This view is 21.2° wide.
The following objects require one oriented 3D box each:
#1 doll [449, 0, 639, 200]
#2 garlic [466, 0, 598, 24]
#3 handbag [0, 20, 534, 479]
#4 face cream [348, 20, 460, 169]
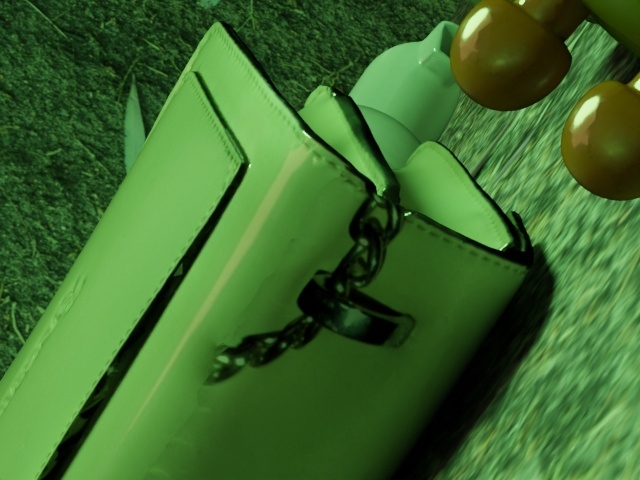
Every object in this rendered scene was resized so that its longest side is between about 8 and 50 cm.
[{"bbox_3d":[0.125,-0.110,0.450,0.221,0.143,0.135,-50,-25,8],"label":"doll"},{"bbox_3d":[0.137,-0.218,0.888,0.203,0.184,0.281,97,-162,-48],"label":"garlic"},{"bbox_3d":[-0.064,0.101,0.790,0.359,0.160,0.237,-57,15,11],"label":"handbag"},{"bbox_3d":[0.000,0.000,1.117,0.370,0.145,0.145,-56,2,-37],"label":"face cream"}]
